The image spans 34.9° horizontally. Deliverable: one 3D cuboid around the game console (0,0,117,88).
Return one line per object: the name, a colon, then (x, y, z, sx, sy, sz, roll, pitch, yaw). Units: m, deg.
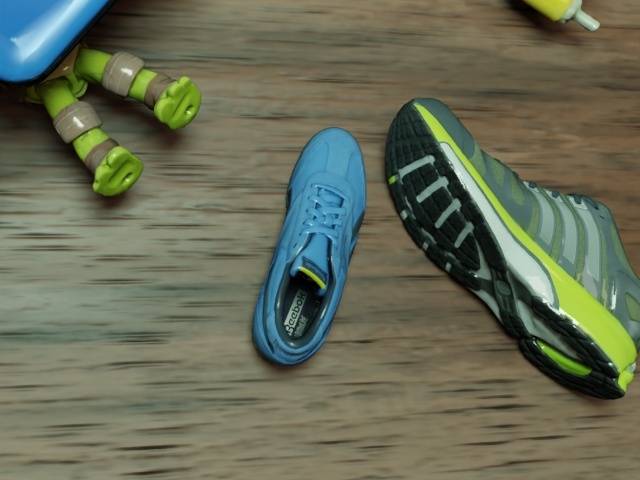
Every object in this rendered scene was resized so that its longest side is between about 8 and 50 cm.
game console: (-0.236, -0.264, 0.760, 0.293, 0.173, 0.250, 38, 80, 3)

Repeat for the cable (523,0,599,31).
cable: (0.134, -0.288, 0.915, 0.287, 0.072, 0.139, 19, 70, -10)

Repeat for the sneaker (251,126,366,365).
sneaker: (0.000, 0.000, 0.820, 0.069, 0.082, 0.209, 18, 74, -9)

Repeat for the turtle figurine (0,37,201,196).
turtle figurine: (-0.216, -0.127, 0.780, 0.217, 0.087, 0.269, 39, 67, 13)

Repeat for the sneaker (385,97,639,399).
sneaker: (0.174, -0.007, 0.866, 0.300, 0.111, 0.121, 49, 62, -8)
